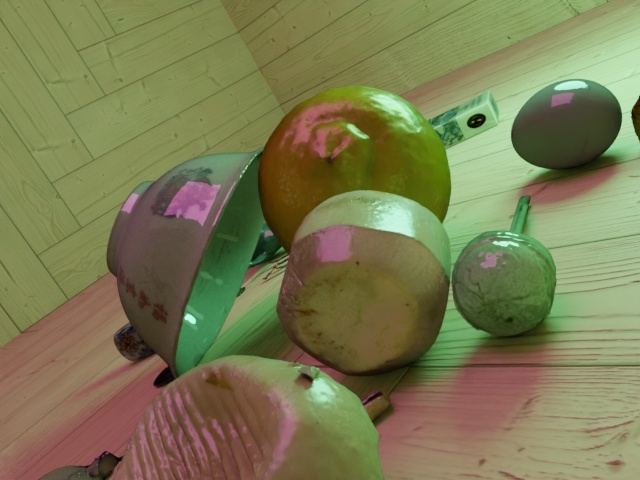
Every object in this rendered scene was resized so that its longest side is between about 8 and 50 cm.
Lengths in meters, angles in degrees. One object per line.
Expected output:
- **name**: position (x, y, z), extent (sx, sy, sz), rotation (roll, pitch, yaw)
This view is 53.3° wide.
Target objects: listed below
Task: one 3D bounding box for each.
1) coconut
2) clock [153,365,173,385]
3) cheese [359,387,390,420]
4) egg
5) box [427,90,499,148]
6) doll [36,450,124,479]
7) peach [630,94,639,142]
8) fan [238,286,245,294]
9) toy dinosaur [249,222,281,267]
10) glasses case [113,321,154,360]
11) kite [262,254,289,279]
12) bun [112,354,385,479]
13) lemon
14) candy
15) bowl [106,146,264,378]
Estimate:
- **coconut**: position (0.058, 0.051, 0.816), extent (0.241, 0.241, 0.241), rotation (-28, 14, 8)
- **clock**: position (-0.289, 0.254, 1.229), extent (0.074, 0.010, 0.083), rotation (-24, 15, 24)
- **cheese**: position (0.040, 0.197, 0.719), extent (0.083, 0.030, 0.044), rotation (-37, -5, -9)
- **egg**: position (0.411, -0.194, 1.080), extent (0.146, 0.146, 0.199), rotation (-36, 7, -23)
- **box**: position (0.361, -0.315, 1.768), extent (0.257, 0.069, 0.164), rotation (-24, 15, 24)
- **doll**: position (-0.359, 0.357, 0.845), extent (0.192, 0.095, 0.149), rotation (-26, 12, 28)
- **peach**: position (0.535, -0.194, 0.945), extent (0.127, 0.092, 0.172), rotation (-22, 14, 21)
- **fan**: position (-0.288, 0.172, 1.519), extent (0.227, 0.008, 0.152), rotation (-35, 16, -23)
- **toy dinosaur**: position (-0.120, -0.015, 1.700), extent (0.331, 0.129, 0.383), rotation (-25, 9, -26)
- **glasses case**: position (-0.344, 0.185, 1.425), extent (0.248, 0.087, 0.065), rotation (-29, 18, 7)
- **kite**: position (0.001, 0.002, 1.517), extent (0.310, 0.015, 0.169), rotation (-26, 14, 8)
- **bun**: position (-0.057, 0.225, 0.543), extent (0.259, 0.160, 0.259), rotation (-28, 39, 26)
- **lemon**: position (0.060, -0.090, 1.075), extent (0.348, 0.348, 0.348), rotation (-28, 14, 8)
- **candy**: position (0.257, 0.002, 0.858), extent (0.119, 0.119, 0.440), rotation (-24, 8, 25)
- **bowl**: position (-0.250, 0.010, 1.139), extent (0.435, 0.196, 0.434), rotation (20, -90, -87)
